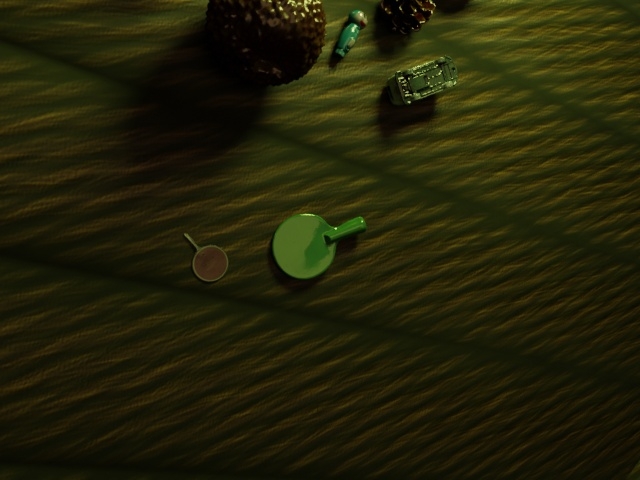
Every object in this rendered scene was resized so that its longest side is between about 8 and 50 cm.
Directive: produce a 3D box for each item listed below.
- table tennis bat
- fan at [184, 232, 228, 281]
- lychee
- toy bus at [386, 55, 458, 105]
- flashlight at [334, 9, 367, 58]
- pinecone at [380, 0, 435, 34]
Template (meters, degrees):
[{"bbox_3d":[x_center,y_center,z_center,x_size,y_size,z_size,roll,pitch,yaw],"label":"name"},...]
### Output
[{"bbox_3d":[0.000,0.000,1.376,0.256,0.039,0.161,-21,101,-18],"label":"table tennis bat"},{"bbox_3d":[-0.263,0.034,1.263,0.085,0.005,0.133,-43,110,-17],"label":"fan"},{"bbox_3d":[-0.114,-0.467,1.183,0.267,0.267,0.268,-1,93,-26],"label":"lychee"},{"bbox_3d":[0.262,-0.412,1.450,0.193,0.089,0.087,-26,102,-23],"label":"toy bus"},{"bbox_3d":[0.072,-0.508,1.380,0.051,0.051,0.129,30,86,-24],"label":"flashlight"},{"bbox_3d":[0.221,-0.594,1.405,0.140,0.120,0.141,0,91,-18],"label":"pinecone"}]
